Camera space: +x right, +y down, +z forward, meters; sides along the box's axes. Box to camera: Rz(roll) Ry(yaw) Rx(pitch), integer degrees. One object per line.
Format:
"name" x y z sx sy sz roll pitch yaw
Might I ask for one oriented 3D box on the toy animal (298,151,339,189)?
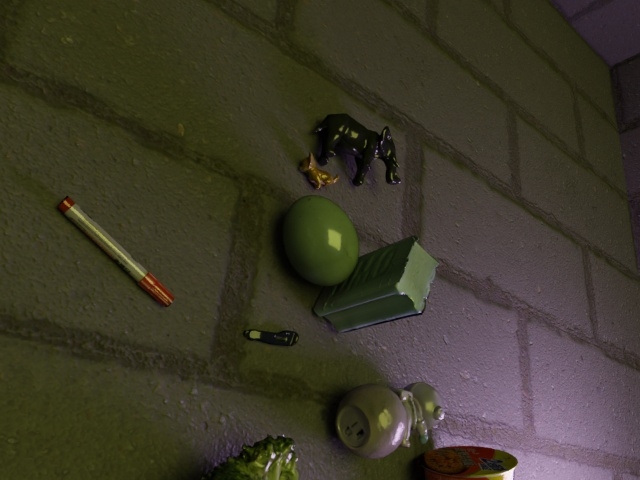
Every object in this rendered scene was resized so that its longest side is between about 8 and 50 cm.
"toy animal" -0.005 -0.160 1.242 0.081 0.060 0.083 -21 92 -4

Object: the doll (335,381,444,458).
"doll" 0.158 0.361 1.156 0.287 0.151 0.150 4 73 -45

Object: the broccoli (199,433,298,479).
"broccoli" -0.033 0.466 0.823 0.397 0.274 0.353 3 54 -24

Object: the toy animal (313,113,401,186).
"toy animal" 0.099 -0.218 1.314 0.245 0.115 0.146 32 57 -30

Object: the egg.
"egg" 0.000 0.000 1.125 0.149 0.149 0.192 -14 80 -44

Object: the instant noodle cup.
"instant noodle cup" 0.325 0.562 1.203 0.213 0.213 0.174 2 83 -42

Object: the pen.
"pen" -0.331 0.022 0.903 0.239 0.028 0.028 49 49 -18

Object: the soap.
"soap" 0.110 0.092 1.118 0.094 0.261 0.150 40 52 -21

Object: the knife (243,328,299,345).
"knife" -0.094 0.185 1.068 0.121 0.018 0.031 16 72 -37
